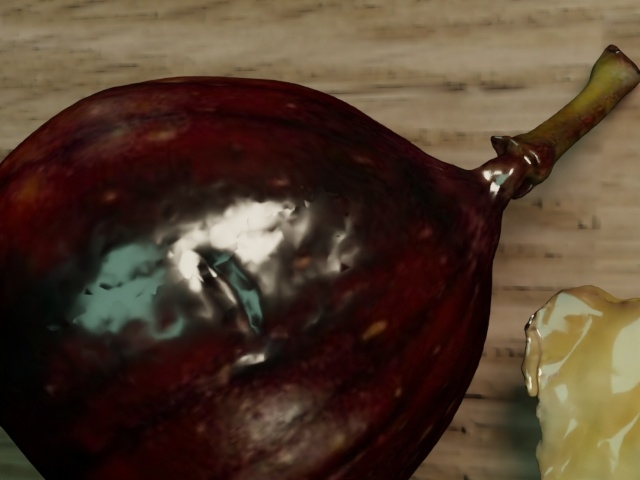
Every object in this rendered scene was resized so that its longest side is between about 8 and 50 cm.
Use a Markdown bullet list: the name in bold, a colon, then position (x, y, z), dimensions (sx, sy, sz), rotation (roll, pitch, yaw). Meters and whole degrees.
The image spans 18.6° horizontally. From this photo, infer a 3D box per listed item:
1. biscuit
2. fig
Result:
- **biscuit**: position (0.125, 0.114, 0.735), dimensions (0.118, 0.061, 0.183), rotation (14, 92, 26)
- **fig**: position (-0.003, 0.016, 0.730), dimensions (0.250, 0.204, 0.186), rotation (-21, 57, 21)
